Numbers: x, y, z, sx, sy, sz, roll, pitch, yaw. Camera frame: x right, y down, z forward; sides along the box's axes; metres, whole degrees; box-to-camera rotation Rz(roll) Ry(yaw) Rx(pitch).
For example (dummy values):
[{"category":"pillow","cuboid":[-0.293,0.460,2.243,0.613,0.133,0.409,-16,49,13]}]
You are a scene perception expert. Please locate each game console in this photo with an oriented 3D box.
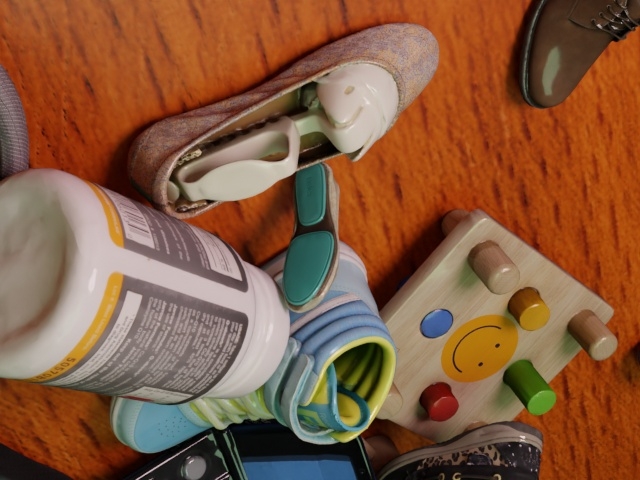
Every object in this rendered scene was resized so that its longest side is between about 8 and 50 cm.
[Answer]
[{"category":"game console","cuboid":[-0.064,0.357,1.064,0.250,0.173,0.293,-29,112,-29]}]

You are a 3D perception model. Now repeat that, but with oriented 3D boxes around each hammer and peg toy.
[{"category":"hammer and peg toy","cuboid":[0.133,0.153,1.095,0.266,0.127,0.361,32,106,-34]}]

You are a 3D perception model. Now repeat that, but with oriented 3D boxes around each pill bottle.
[{"category":"pill bottle","cuboid":[-0.154,0.053,0.816,0.162,0.162,0.278,-46,147,11]}]

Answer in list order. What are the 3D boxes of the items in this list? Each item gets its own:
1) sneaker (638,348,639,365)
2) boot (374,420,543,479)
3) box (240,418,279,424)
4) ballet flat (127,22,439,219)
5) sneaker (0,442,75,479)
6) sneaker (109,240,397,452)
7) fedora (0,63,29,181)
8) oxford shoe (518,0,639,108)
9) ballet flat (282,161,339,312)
[{"category":"sneaker","cuboid":[0.564,0.147,1.269,0.319,0.112,0.131,-18,123,-8]},{"category":"boot","cuboid":[0.139,0.306,1.023,0.085,0.178,0.236,29,134,-31]},{"category":"box","cuboid":[-0.038,0.252,1.112,0.116,0.029,0.162,20,125,19]},{"category":"ballet flat","cuboid":[-0.019,-0.098,0.887,0.316,0.106,0.107,-26,126,-4]},{"category":"sneaker","cuboid":[-0.345,0.305,1.036,0.145,0.090,0.270,-40,123,8]},{"category":"sneaker","cuboid":[-0.067,0.149,0.965,0.319,0.208,0.127,-38,129,6]},{"category":"fedora","cuboid":[-0.368,-0.093,0.744,0.275,0.124,0.243,1,122,-29]},{"category":"oxford shoe","cuboid":[0.265,-0.219,0.927,0.083,0.096,0.227,12,118,-29]},{"category":"ballet flat","cuboid":[0.000,0.000,0.932,0.057,0.168,0.052,-9,146,24]}]
